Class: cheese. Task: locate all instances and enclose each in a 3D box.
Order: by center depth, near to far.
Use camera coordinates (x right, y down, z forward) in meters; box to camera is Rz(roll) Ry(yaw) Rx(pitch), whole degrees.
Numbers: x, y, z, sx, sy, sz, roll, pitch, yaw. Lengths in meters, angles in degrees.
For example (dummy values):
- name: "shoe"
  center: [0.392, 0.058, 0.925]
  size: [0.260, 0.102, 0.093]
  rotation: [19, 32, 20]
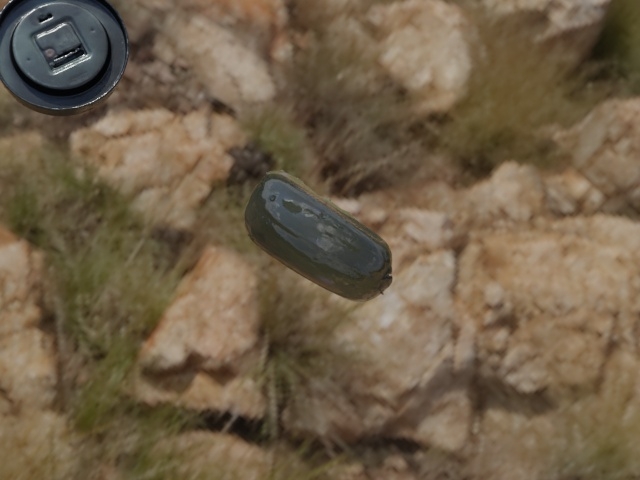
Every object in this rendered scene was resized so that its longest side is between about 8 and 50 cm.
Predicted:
- name: "cheese"
  center: [0.000, 0.000, 1.864]
  size: [0.202, 0.091, 0.175]
  rotation: [35, 8, 6]

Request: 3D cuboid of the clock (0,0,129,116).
- name: "clock"
  center: [-0.348, -0.254, 2.026]
  size: [0.184, 0.040, 0.185]
  rotation: [2, 74, -9]
